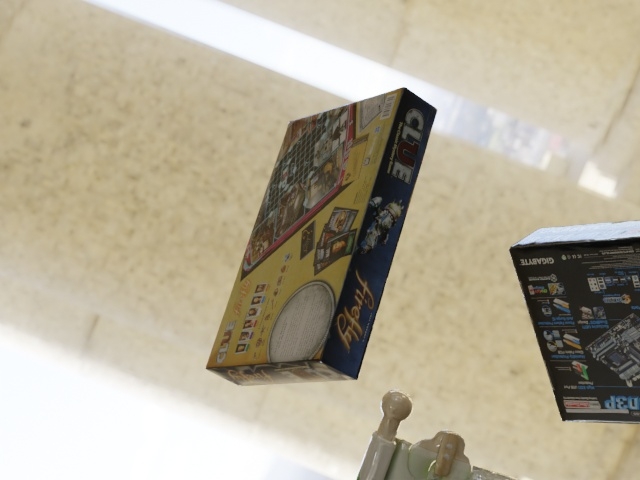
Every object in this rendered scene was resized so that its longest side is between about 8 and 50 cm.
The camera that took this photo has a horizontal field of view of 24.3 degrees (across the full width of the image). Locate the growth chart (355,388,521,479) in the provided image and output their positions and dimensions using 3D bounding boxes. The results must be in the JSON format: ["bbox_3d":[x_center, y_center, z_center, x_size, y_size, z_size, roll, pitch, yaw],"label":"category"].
[{"bbox_3d":[0.105,0.196,0.756,0.021,0.237,0.172,-102,37,-78],"label":"growth chart"}]

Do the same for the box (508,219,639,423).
[{"bbox_3d":[0.280,0.070,1.274,0.051,0.175,0.220,-29,15,-40],"label":"box"}]

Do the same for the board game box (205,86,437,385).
[{"bbox_3d":[0.000,0.000,1.242,0.165,0.042,0.243,-10,56,52],"label":"board game box"}]
